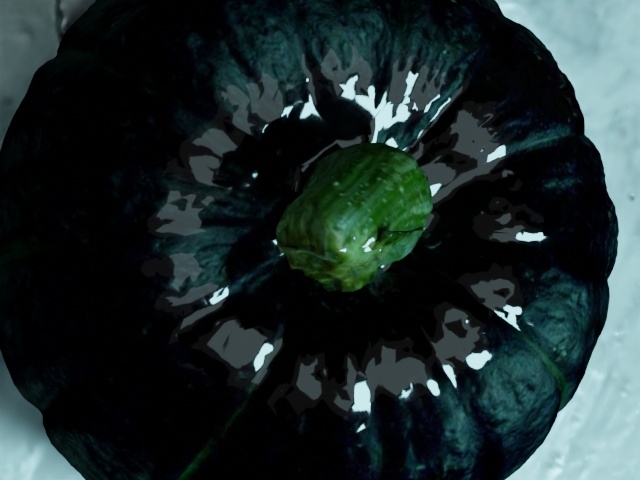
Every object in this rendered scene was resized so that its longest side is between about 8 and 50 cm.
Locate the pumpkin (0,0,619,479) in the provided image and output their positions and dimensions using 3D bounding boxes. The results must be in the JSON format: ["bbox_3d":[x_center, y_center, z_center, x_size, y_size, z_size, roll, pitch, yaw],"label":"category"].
[{"bbox_3d":[0.000,0.000,0.701,0.248,0.248,0.248,0,91,-21],"label":"pumpkin"}]
